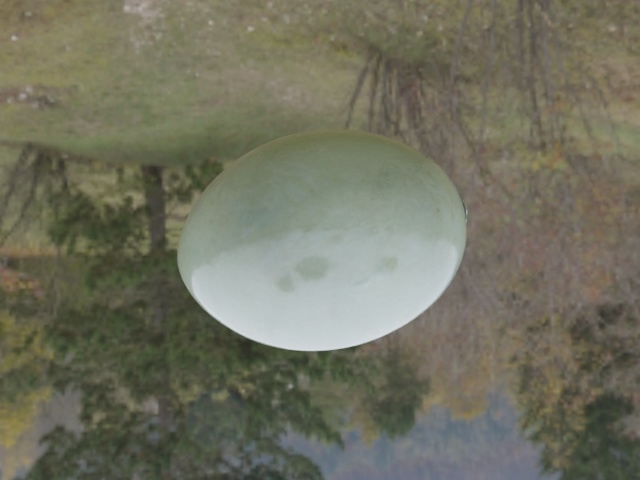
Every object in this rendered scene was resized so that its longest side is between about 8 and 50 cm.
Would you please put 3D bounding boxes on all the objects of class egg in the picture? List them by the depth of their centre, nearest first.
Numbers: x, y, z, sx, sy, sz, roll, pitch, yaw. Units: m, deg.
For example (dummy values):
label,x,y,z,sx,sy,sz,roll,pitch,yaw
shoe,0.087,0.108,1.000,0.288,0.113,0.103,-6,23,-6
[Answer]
label,x,y,z,sx,sy,sz,roll,pitch,yaw
egg,0.000,0.000,0.809,0.253,0.187,0.186,-10,169,7
